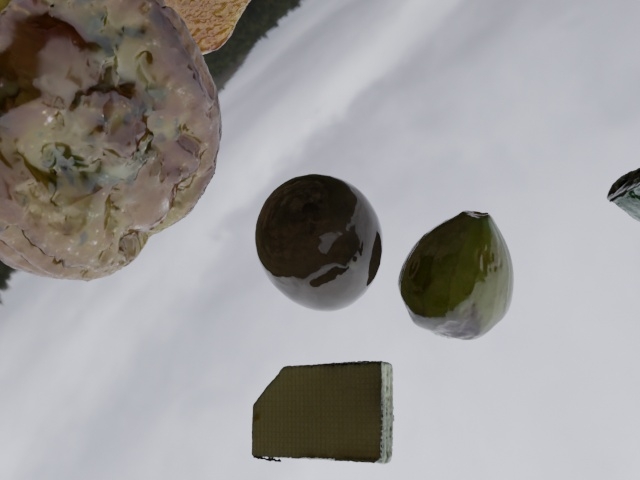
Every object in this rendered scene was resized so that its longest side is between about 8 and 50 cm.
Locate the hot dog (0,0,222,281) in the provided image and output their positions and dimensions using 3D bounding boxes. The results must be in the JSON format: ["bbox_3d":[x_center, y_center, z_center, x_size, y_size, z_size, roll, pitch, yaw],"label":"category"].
[{"bbox_3d":[-0.171,-0.077,0.466,0.122,0.272,0.196,29,-111,39],"label":"hot dog"}]

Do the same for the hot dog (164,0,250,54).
[{"bbox_3d":[-0.153,-0.432,0.848,0.185,0.223,0.405,-6,154,-40],"label":"hot dog"}]

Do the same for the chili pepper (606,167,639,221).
[{"bbox_3d":[0.554,-0.018,0.963,0.099,0.270,0.136,-56,177,-36],"label":"chili pepper"}]

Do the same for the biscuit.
[{"bbox_3d":[-0.001,0.269,1.064,0.252,0.052,0.150,-11,-109,33],"label":"biscuit"}]

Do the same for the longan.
[{"bbox_3d":[0.000,0.000,1.293,0.258,0.258,0.258,-33,-161,13],"label":"longan"}]

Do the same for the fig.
[{"bbox_3d":[0.283,0.067,1.393,0.271,0.239,0.239,-71,-160,2],"label":"fig"}]
